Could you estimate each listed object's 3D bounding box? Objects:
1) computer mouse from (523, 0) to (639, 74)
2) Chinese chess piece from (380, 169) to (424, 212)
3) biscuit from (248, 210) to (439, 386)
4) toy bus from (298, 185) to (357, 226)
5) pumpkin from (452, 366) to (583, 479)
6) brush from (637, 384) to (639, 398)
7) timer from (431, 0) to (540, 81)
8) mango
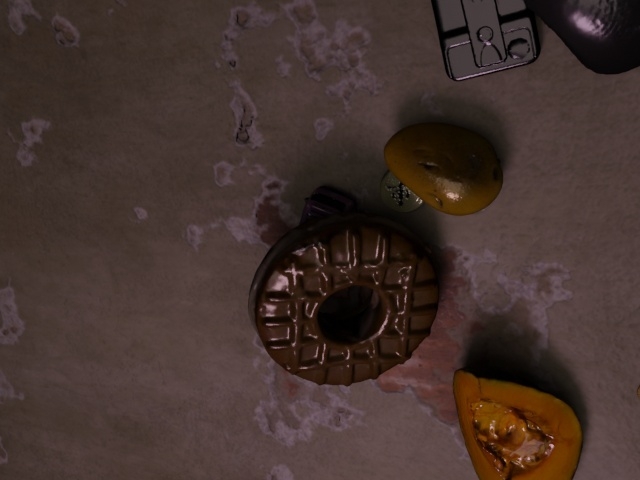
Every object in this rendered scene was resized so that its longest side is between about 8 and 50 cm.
[{"bbox_3d":[0.380,-0.347,0.965,0.269,0.100,0.170,43,109,-6],"label":"computer mouse"},{"bbox_3d":[0.142,-0.088,1.206,0.084,0.034,0.084,8,112,20],"label":"Chinese chess piece"},{"bbox_3d":[0.040,0.104,1.204,0.332,0.103,0.332,-4,120,-8],"label":"biscuit"},{"bbox_3d":[0.000,0.000,1.256,0.087,0.098,0.178,23,114,14],"label":"toy bus"},{"bbox_3d":[0.340,0.314,1.238,0.169,0.148,0.312,-22,112,-12],"label":"pumpkin"},{"bbox_3d":[0.565,0.173,1.142,0.083,0.010,0.218,22,115,13],"label":"brush"},{"bbox_3d":[0.242,-0.344,1.065,0.144,0.055,0.187,-10,104,25],"label":"timer"},{"bbox_3d":[0.193,-0.117,1.127,0.195,0.098,0.137,18,88,6],"label":"mango"}]
